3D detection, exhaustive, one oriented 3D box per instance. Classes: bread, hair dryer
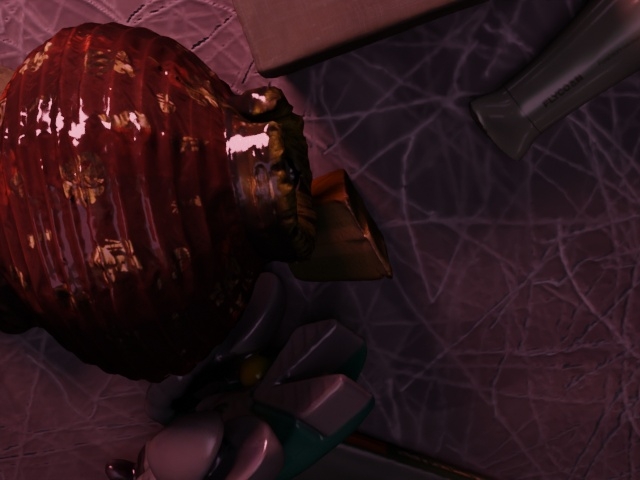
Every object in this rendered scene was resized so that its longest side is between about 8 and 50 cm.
[{"bbox_3d":[0.000,0.001,0.688,0.084,0.139,0.074,-29,103,6],"label":"bread"},{"bbox_3d":[0.268,-0.092,0.717,0.206,0.075,0.237,-42,108,16],"label":"hair dryer"}]

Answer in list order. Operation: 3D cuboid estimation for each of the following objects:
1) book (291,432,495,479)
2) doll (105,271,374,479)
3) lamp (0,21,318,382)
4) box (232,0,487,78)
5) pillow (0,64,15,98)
[{"bbox_3d":[0.095,0.329,0.820,0.370,0.043,0.260,20,100,-6],"label":"book"},{"bbox_3d":[-0.081,0.150,0.699,0.153,0.195,0.258,36,94,-37],"label":"doll"},{"bbox_3d":[-0.118,-0.027,0.601,0.246,0.247,0.247,0,104,0],"label":"lamp"},{"bbox_3d":[0.044,-0.224,0.629,0.231,0.149,0.155,-20,103,5],"label":"box"},{"bbox_3d":[-0.313,-0.080,0.699,0.302,0.075,0.185,32,92,-8],"label":"pillow"}]
